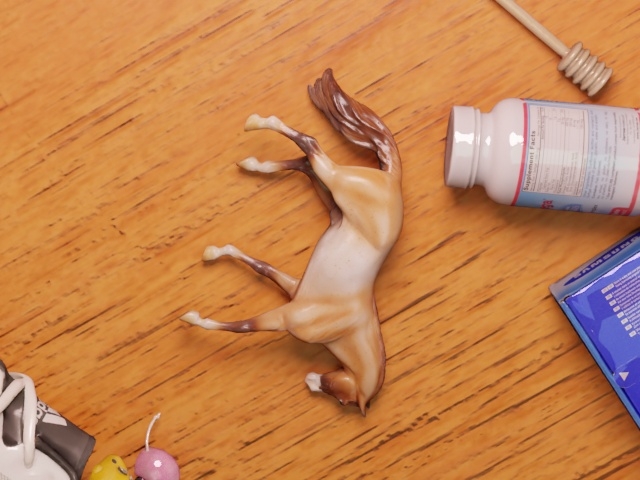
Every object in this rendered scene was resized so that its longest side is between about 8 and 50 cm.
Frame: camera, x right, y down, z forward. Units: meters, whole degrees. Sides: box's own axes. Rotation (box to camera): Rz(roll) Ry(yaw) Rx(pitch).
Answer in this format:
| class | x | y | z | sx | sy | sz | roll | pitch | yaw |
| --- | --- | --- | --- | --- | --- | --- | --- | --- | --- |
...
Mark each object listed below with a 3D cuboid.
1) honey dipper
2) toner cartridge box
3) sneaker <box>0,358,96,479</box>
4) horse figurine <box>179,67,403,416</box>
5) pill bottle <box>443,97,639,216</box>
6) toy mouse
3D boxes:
| class | x | y | z | sx | sy | sz | roll | pitch | yaw |
| --- | --- | --- | --- | --- | --- | --- | --- | --- | --- |
| honey dipper | 0.165 | -0.176 | 1.489 | 0.160 | 0.030 | 0.030 | 38 | 96 | -4 |
| toner cartridge box | 0.376 | 0.015 | 1.499 | 0.347 | 0.075 | 0.165 | -33 | 97 | 4 |
| sneaker | -0.296 | 0.079 | 1.473 | 0.257 | 0.169 | 0.448 | 9 | 107 | -11 |
| horse figurine | 0.000 | 0.000 | 1.495 | 0.174 | 0.066 | 0.263 | 20 | 101 | 2 |
| pill bottle | 0.182 | -0.068 | 1.476 | 0.160 | 0.087 | 0.087 | 5 | 99 | -2 |
| toy mouse | -0.140 | 0.226 | 1.511 | 0.031 | 0.161 | 0.143 | -2 | 139 | 31 |
